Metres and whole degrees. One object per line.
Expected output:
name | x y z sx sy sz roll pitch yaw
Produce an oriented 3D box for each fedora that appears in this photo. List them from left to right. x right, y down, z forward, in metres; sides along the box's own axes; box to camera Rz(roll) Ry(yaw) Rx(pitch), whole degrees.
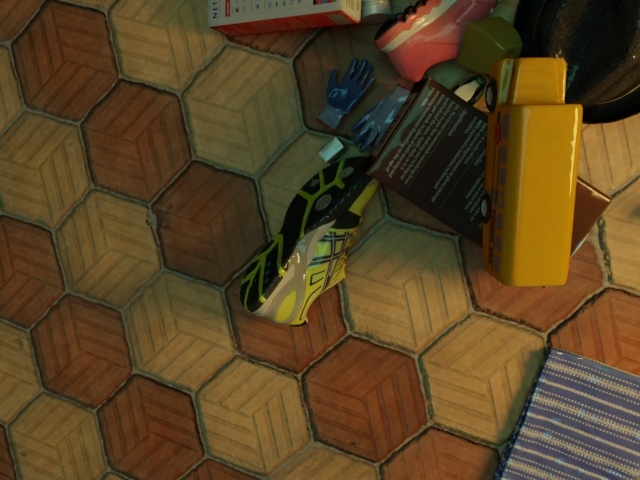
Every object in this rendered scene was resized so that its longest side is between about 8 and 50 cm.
fedora | 0.445 -0.337 0.911 0.334 0.152 0.333 19 125 29

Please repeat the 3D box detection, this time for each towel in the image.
towel | 0.500 0.397 1.087 0.244 0.040 0.335 19 98 9

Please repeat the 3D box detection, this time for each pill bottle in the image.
pill bottle | 0.098 -0.492 1.074 0.078 0.078 0.137 -6 94 13

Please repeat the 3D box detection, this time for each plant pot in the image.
plant pot | 0.309 -0.341 1.006 0.083 0.082 0.081 53 150 37

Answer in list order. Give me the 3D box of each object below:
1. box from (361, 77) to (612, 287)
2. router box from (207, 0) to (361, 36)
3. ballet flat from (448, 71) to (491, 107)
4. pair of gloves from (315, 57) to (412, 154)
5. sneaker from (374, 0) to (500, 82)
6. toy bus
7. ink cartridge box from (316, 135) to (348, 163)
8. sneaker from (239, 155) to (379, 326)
box | 0.283 -0.103 0.996 0.382 0.143 0.191 32 100 -6
router box | -0.068 -0.577 1.062 0.301 0.082 0.335 6 97 28
ballet flat | 0.224 -0.241 1.072 0.232 0.073 0.080 -42 87 13
pair of gloves | 0.086 -0.264 1.109 0.198 0.023 0.159 36 93 19
sneaker | 0.260 -0.412 1.049 0.314 0.116 0.136 -31 112 10
toy bus | 0.317 -0.106 0.859 0.108 0.130 0.332 -1 103 -1
ink cartridge box | 0.024 -0.178 1.115 0.048 0.083 0.028 -41 86 13
sneaker | 0.000 0.000 1.128 0.147 0.145 0.384 37 92 -33
